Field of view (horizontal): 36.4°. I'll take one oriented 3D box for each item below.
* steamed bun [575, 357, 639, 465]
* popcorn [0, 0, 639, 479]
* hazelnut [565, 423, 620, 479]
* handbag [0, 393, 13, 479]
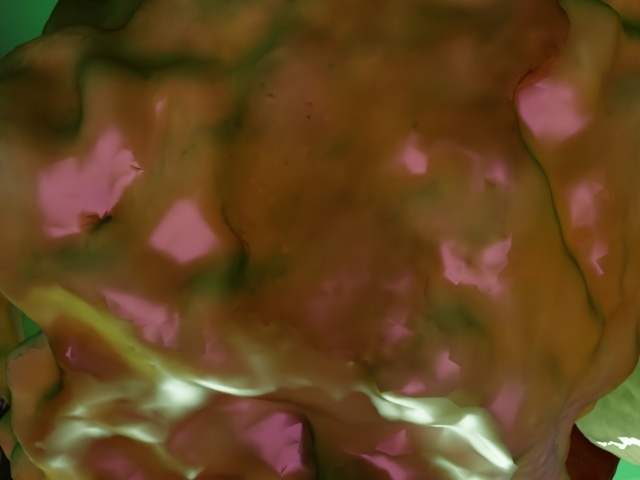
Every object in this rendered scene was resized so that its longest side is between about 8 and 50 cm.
[{"bbox_3d":[0.359,0.066,0.760,0.273,0.272,0.290,-5,152,46],"label":"steamed bun"},{"bbox_3d":[0.010,-0.017,0.487,0.390,0.354,0.344,-53,128,-21],"label":"popcorn"},{"bbox_3d":[0.156,0.201,0.860,0.210,0.186,0.210,-14,158,-6],"label":"hazelnut"},{"bbox_3d":[-0.221,0.192,0.599,0.162,0.325,0.327,-2,163,24],"label":"handbag"}]
